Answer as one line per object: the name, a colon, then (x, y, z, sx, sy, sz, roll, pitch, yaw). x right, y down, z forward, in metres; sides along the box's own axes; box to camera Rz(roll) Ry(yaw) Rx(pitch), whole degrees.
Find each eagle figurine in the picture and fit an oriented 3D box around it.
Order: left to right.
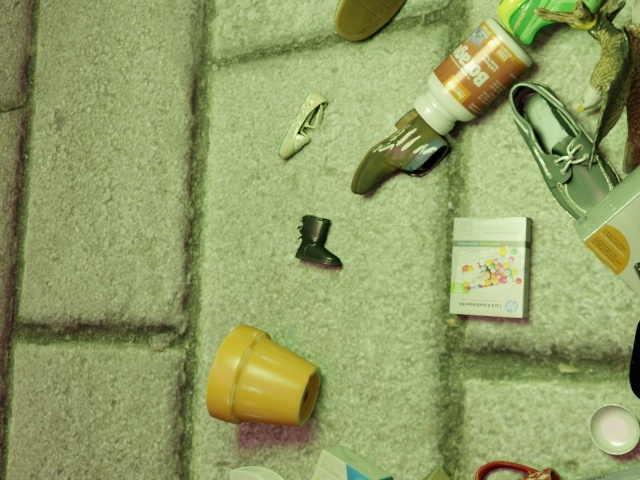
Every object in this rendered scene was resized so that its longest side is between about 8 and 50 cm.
eagle figurine: (0.505, -0.261, 1.336, 0.226, 0.225, 0.298, -16, 62, 6)

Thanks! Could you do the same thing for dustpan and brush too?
dustpan and brush: (-0.093, 0.547, 1.707, 0.211, 0.060, 0.147, -22, 74, 36)

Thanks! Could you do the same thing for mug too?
mug: (0.340, 0.456, 1.402, 0.169, 0.113, 0.150, -32, 70, 22)

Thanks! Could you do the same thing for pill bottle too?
pill bottle: (0.284, -0.306, 1.522, 0.216, 0.121, 0.121, -44, 64, 21)

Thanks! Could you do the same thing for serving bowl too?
serving bowl: (0.501, 0.320, 1.361, 0.083, 0.027, 0.083, -4, 82, 32)

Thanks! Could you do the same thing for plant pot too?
plant pot: (-0.107, 0.298, 1.668, 0.188, 0.205, 0.205, 15, 92, 18)

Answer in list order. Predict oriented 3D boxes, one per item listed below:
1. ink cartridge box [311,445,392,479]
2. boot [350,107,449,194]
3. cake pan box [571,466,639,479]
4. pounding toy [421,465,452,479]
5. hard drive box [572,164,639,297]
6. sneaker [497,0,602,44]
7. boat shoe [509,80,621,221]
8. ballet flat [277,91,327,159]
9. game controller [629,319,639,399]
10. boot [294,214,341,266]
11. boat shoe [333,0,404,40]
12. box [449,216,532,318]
ink cartridge box: (0.035, 0.547, 1.603, 0.134, 0.078, 0.231, 23, 97, 33)
boot: (0.157, -0.154, 1.609, 0.219, 0.082, 0.106, -50, 59, 16)
cake pan box: (0.474, 0.498, 1.272, 0.267, 0.070, 0.246, -20, 88, 18)
pounding toy: (0.200, 0.504, 1.505, 0.130, 0.100, 0.141, 49, 113, 12)
hard drive box: (0.558, -0.032, 1.282, 0.181, 0.089, 0.232, 41, 110, -9)
sneaker: (0.470, -0.456, 1.447, 0.295, 0.109, 0.123, -27, 106, 18)
boat shoe: (0.429, -0.151, 1.422, 0.116, 0.099, 0.319, -35, 67, 24)
ballet flat: (-0.038, -0.247, 1.762, 0.052, 0.057, 0.168, 31, 102, 22)
game controller: (0.655, 0.210, 1.254, 0.319, 0.067, 0.166, 11, 90, 34)
boot: (0.001, 0.000, 1.715, 0.121, 0.045, 0.099, 13, 88, 34)
boat shoe: (0.128, -0.583, 1.676, 0.342, 0.123, 0.123, -61, 29, 18)
box: (0.319, 0.049, 1.506, 0.145, 0.038, 0.186, 1, 86, 33)
